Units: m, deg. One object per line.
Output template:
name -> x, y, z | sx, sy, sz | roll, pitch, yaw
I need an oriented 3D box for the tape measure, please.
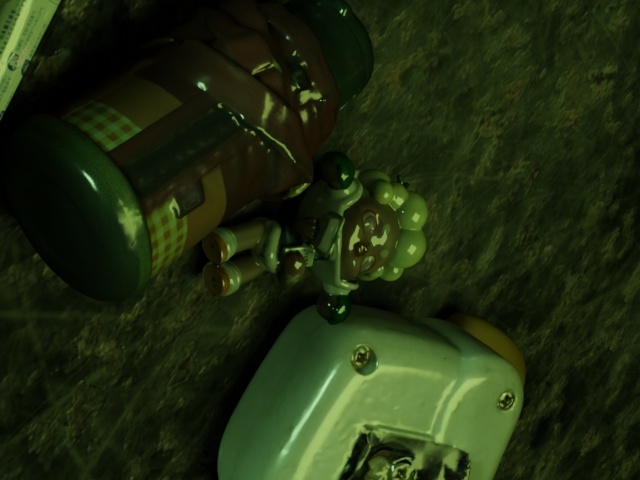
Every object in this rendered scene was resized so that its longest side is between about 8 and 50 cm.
tape measure -> 0.046, 0.194, 1.491 | 0.265, 0.130, 0.258 | 13, 104, -35

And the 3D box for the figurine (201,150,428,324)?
figurine -> 0.001, 0.000, 1.359 | 0.197, 0.093, 0.147 | -22, 123, -42

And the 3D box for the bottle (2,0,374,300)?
bottle -> -0.070, -0.072, 1.157 | 0.271, 0.143, 0.156 | -36, 142, -32

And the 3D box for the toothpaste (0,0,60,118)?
toothpaste -> -0.180, -0.141, 1.056 | 0.218, 0.033, 0.052 | -62, 152, 2

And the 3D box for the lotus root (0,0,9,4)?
lotus root -> -0.191, -0.175, 0.969 | 0.165, 0.088, 0.088 | -43, 146, -5

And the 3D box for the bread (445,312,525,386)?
bread -> 0.116, 0.176, 1.662 | 0.217, 0.098, 0.147 | -50, 144, -13
